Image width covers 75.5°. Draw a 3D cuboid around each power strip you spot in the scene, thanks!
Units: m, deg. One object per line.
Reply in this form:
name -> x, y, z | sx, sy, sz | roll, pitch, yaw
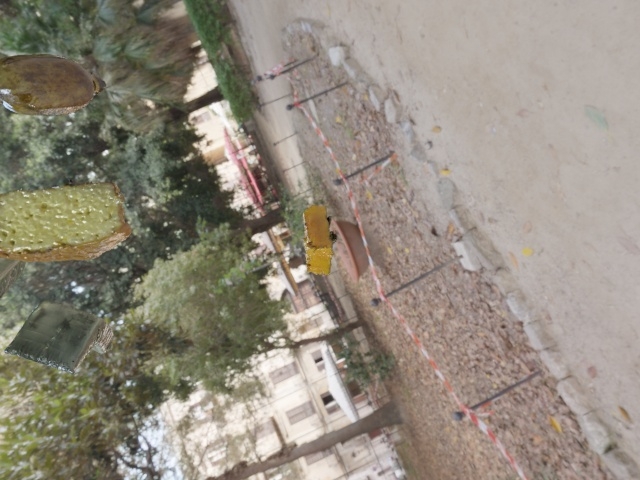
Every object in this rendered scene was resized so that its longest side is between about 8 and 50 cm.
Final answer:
power strip -> -0.708, 0.083, 0.905 | 0.048, 0.080, 0.286 | 18, -169, -25

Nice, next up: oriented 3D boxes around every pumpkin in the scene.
pumpkin -> 0.000, 0.000, 0.615 | 0.074, 0.053, 0.083 | 92, 170, -56

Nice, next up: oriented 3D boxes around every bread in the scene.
bread -> -0.478, -0.033, 0.795 | 0.139, 0.228, 0.143 | 129, 134, -79

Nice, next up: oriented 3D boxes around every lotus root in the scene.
lotus root -> -0.652, -0.376, 1.001 | 0.145, 0.260, 0.128 | 54, 133, 6

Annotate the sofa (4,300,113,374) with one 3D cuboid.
sofa -> -0.776, 0.310, 1.266 | 0.225, 0.210, 0.176 | 122, 166, -60
